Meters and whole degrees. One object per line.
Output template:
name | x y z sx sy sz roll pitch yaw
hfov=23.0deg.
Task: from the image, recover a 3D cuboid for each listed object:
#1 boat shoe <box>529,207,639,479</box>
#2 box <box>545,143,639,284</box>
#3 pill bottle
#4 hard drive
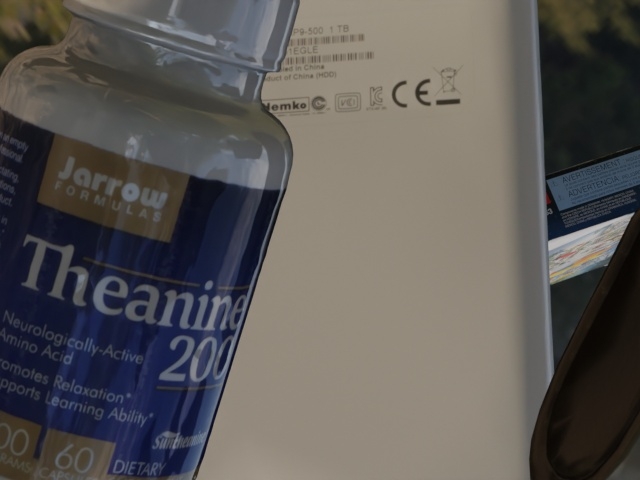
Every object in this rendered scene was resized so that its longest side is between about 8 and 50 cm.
boat shoe | 0.180 -0.034 0.471 0.307 0.104 0.111 -61 -168 11
box | 0.177 -0.008 1.124 0.159 0.044 0.233 -19 169 -18
pill bottle | -0.045 -0.003 0.345 0.067 0.067 0.120 2 107 -62
hard drive | 0.000 0.000 0.813 0.233 0.353 0.047 -3 170 12
